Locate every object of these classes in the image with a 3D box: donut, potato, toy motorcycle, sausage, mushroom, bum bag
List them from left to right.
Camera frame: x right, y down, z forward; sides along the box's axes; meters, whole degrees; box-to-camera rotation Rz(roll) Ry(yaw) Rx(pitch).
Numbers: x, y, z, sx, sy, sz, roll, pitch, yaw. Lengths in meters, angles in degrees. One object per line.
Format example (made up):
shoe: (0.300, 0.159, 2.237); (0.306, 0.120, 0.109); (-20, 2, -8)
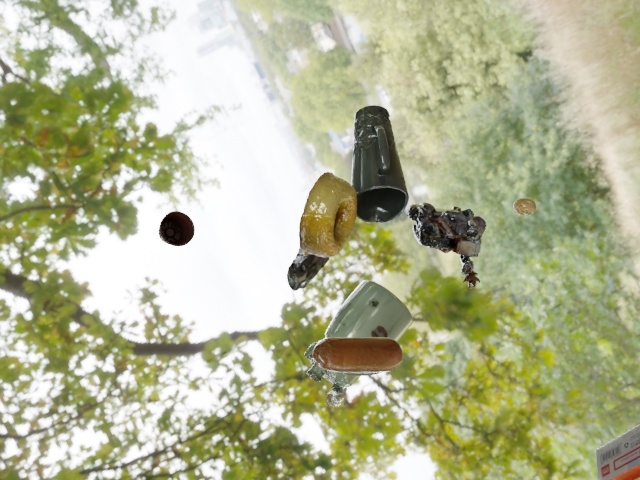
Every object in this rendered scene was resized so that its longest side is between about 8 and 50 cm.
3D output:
bum bag: (0.000, 0.000, 1.881); (0.095, 0.341, 0.144); (19, 155, 15)
donut: (0.021, -0.046, 1.390); (0.074, 0.174, 0.190); (23, 136, 19)
mushroom: (0.057, 0.534, 2.300); (0.202, 0.054, 0.059); (114, 171, -70)
sausage: (0.077, 0.234, 1.377); (0.076, 0.197, 0.076); (-19, 68, 61)
toy motorcycle: (0.347, -0.008, 1.733); (0.401, 0.207, 0.134); (-92, 10, -70)
potato: (0.643, -0.109, 2.110); (0.068, 0.083, 0.062); (26, 124, 18)

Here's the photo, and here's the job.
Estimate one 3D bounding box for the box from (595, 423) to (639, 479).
box: (0.837, 0.573, 1.797); (0.050, 0.229, 0.123); (29, -139, -7)

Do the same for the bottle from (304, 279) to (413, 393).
bottle: (0.113, 0.320, 2.084); (0.229, 0.352, 0.229); (36, 163, 13)

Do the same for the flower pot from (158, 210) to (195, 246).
flower pot: (-0.450, -0.031, 2.053); (0.089, 0.111, 0.111); (-12, 107, 59)

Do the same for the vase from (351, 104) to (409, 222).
vase: (0.155, -0.228, 1.850); (0.251, 0.156, 0.301); (97, 170, -65)
